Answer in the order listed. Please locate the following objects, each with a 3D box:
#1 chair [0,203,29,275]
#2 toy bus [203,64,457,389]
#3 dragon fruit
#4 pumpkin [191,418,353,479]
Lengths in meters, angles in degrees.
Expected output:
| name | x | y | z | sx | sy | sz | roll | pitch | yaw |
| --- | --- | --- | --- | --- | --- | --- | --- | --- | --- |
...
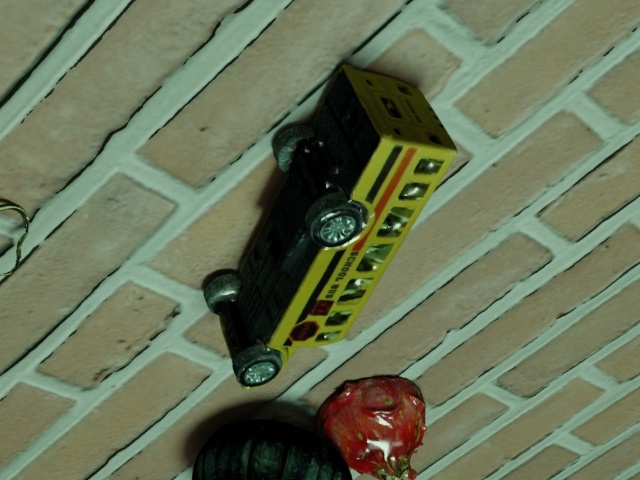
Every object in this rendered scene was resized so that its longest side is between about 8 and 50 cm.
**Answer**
| name | x | y | z | sx | sy | sz | roll | pitch | yaw |
| --- | --- | --- | --- | --- | --- | --- | --- | --- | --- |
| chair | -0.420 | 0.087 | 0.935 | 0.159 | 0.170 | 0.326 | 33 | 74 | -35 |
| toy bus | 0.000 | 0.000 | 0.991 | 0.123 | 0.121 | 0.336 | 4 | 132 | -31 |
| dragon fruit | 0.074 | 0.251 | 1.274 | 0.153 | 0.111 | 0.153 | -11 | 134 | -12 |
| pumpkin | -0.059 | 0.305 | 1.244 | 0.201 | 0.140 | 0.202 | 9 | 137 | 8 |
